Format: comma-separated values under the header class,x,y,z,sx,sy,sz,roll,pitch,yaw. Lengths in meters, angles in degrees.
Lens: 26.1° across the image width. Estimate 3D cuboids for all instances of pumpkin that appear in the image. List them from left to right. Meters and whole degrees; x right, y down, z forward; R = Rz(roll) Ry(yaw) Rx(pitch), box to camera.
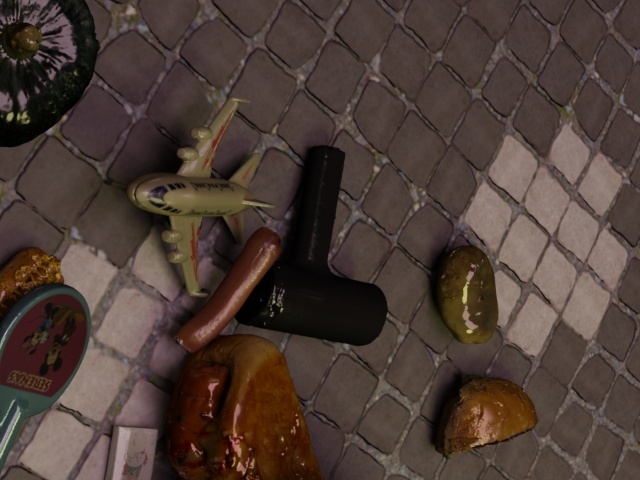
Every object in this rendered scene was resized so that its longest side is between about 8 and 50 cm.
class,x,y,z,sx,sy,sz,roll,pitch,yaw
pumpkin,-0.332,-0.202,1.429,0.212,0.152,0.211,-3,97,-22

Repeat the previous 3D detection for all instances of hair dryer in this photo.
class,x,y,z,sx,sy,sz,roll,pitch,yaw
hair dryer,0.000,0.000,1.742,0.197,0.089,0.251,15,78,-36

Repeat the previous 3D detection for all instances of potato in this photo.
class,x,y,z,sx,sy,sz,roll,pitch,yaw
potato,0.201,0.074,1.900,0.092,0.070,0.137,-10,101,-38

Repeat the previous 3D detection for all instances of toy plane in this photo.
class,x,y,z,sx,sy,sz,roll,pitch,yaw
toy plane,-0.147,-0.052,1.597,0.256,0.104,0.241,4,101,-54

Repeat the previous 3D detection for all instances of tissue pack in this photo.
class,x,y,z,sx,sy,sz,roll,pitch,yaw
tissue pack,-0.225,0.272,1.623,0.056,0.023,0.108,9,87,-37

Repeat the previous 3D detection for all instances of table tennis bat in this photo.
class,x,y,z,sx,sy,sz,roll,pitch,yaw
table tennis bat,-0.327,0.160,1.512,0.244,0.040,0.153,-65,151,-6

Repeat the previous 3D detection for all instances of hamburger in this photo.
class,x,y,z,sx,sy,sz,roll,pitch,yaw
hamburger,0.232,0.234,1.924,0.176,0.087,0.102,-15,103,-33

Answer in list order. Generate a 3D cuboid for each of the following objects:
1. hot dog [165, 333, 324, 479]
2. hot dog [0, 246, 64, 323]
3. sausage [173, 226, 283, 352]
class,x,y,z,sx,sy,sz,roll,pitch,yaw
hot dog,-0.098,0.247,1.645,0.153,0.150,0.256,-32,112,-41
hot dog,-0.345,0.076,1.506,0.165,0.045,0.071,-48,118,-24
sausage,-0.107,0.060,1.643,0.176,0.040,0.047,-53,154,-6
